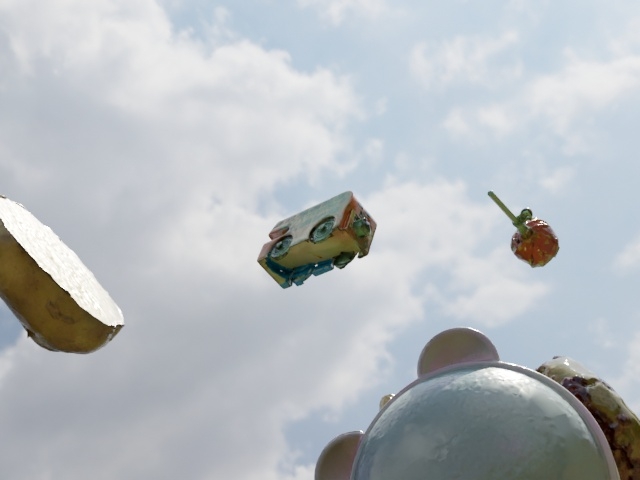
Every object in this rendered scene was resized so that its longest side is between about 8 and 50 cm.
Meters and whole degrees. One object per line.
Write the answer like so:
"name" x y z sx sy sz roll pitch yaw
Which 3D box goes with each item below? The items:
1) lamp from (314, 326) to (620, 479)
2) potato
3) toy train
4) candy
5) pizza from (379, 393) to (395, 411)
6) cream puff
"lamp" 0.118 0.180 0.653 0.179 0.246 0.108 -47 -26 2
"potato" -0.300 0.043 1.065 0.081 0.200 0.164 -42 -3 2
"toy train" 0.000 0.000 1.459 0.188 0.099 0.072 -23 -63 34
"candy" 0.316 -0.029 1.648 0.078 0.084 0.287 -57 -34 -1
"pizza" 0.170 0.354 1.697 0.161 0.182 0.062 32 -61 -26
"cream puff" 0.198 0.156 0.774 0.084 0.149 0.149 -41 -36 -4
